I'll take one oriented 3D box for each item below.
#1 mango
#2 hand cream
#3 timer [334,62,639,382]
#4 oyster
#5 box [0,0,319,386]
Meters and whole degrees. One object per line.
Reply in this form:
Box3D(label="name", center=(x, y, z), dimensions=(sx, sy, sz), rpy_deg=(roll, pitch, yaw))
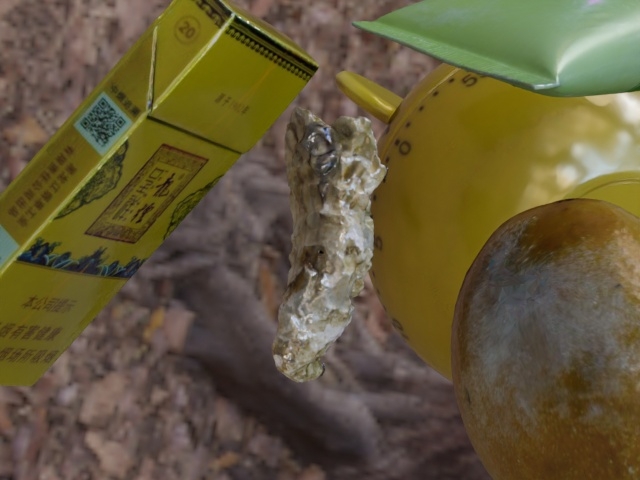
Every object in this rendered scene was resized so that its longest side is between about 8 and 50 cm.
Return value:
Box3D(label="mango", center=(0.182, 0.107, 1.058), dimensions=(0.146, 0.193, 0.316), rpy_deg=(25, 37, -33))
Box3D(label="hand cream", center=(0.109, -0.075, 0.567), dimensions=(0.175, 0.095, 0.046), rpy_deg=(-15, 118, -32))
Box3D(label="timer", center=(0.195, -0.027, 1.473), dimensions=(0.387, 0.376, 0.376), rpy_deg=(-127, -141, -68))
Box3D(label="oyster", center=(0.002, -0.001, 1.182), dimensions=(0.061, 0.106, 0.200), rpy_deg=(-2, 79, -55))
Box3D(label="box", center=(-0.127, -0.024, 0.937), dimensions=(0.279, 0.041, 0.153), rpy_deg=(-46, 163, 9))
